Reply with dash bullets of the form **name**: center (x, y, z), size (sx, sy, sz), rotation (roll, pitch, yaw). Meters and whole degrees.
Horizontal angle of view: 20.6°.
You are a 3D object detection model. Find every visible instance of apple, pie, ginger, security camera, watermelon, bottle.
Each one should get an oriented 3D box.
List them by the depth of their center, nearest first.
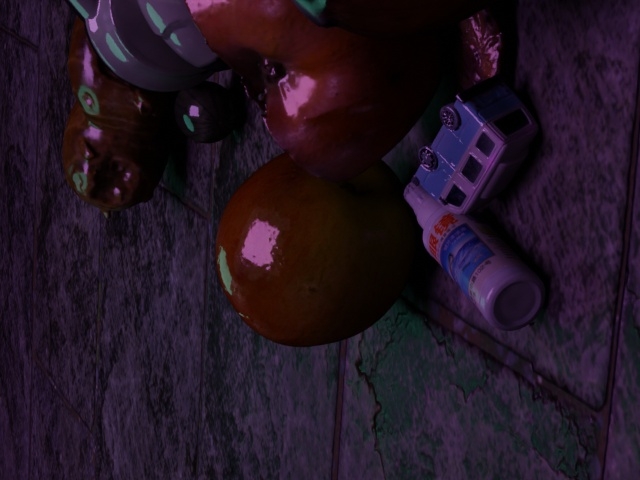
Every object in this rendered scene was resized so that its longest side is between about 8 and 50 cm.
- **pie**: center (0.136, -0.170, 1.545), size (0.092, 0.034, 0.170), rotation (-155, 60, -68)
- **bottle**: center (0.128, 0.003, 1.554), size (0.217, 0.060, 0.060), rotation (-125, 39, -56)
- **apple**: center (0.020, -0.217, 1.565), size (0.163, 0.293, 0.251), rotation (-27, 28, 29)
- **apple**: center (0.000, 0.000, 1.700), size (0.196, 0.196, 0.196), rotation (178, 90, -68)
- **security camera**: center (-0.149, -0.282, 2.047), size (0.191, 0.197, 0.277), rotation (50, 159, -14)
- **watermelon**: center (-0.144, -0.160, 2.192), size (0.110, 0.078, 0.078), rotation (-160, 70, -67)
- **ginger**: center (-0.264, -0.230, 2.408), size (0.274, 0.152, 0.358), rotation (-91, 10, -62)

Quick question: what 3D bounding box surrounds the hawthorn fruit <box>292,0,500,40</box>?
- **hawthorn fruit**: center (0.087, -0.309, 1.345), size (0.324, 0.308, 0.308), rotation (12, 105, 37)

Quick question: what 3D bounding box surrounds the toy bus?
- **toy bus**: center (0.134, -0.075, 1.515), size (0.075, 0.060, 0.123), rotation (49, 144, 18)
